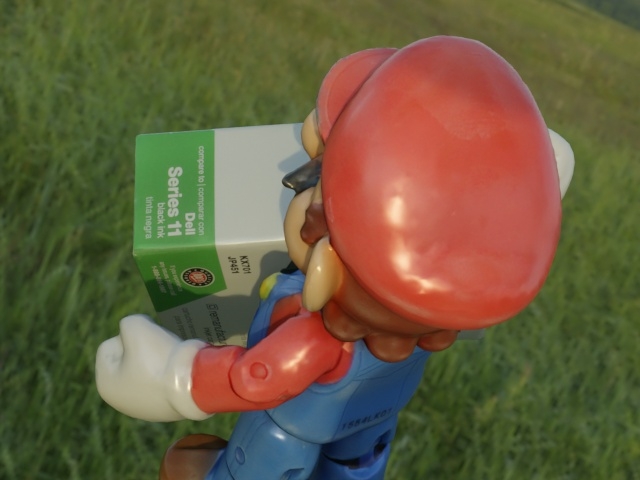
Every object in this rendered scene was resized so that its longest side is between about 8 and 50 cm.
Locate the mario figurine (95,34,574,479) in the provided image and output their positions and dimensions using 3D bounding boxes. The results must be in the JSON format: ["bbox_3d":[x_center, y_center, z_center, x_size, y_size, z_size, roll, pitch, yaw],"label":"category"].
[{"bbox_3d":[0.009,0.018,0.710,0.170,0.321,0.198,29,43,4],"label":"mario figurine"}]

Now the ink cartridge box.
[{"bbox_3d":[0.000,0.000,0.875,0.208,0.153,0.087,-4,60,3],"label":"ink cartridge box"}]
